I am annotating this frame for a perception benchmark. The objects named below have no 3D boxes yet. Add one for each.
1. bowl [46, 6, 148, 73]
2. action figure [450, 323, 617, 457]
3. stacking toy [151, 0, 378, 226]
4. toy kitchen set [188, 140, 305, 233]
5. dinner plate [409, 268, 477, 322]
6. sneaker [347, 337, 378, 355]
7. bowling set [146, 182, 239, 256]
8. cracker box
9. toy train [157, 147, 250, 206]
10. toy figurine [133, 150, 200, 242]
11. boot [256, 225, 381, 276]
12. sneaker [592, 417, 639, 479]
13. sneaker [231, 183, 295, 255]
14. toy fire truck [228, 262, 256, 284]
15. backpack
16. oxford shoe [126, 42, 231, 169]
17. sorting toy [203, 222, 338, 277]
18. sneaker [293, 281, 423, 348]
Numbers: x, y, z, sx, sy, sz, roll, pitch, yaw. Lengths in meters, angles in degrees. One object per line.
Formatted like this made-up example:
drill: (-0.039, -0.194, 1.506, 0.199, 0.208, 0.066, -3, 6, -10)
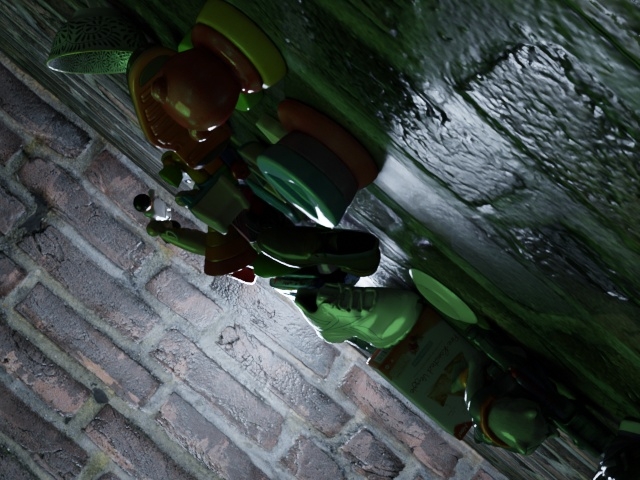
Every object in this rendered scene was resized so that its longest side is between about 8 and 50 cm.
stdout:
bowl: (-0.345, -0.316, 1.220, 0.170, 0.170, 0.080, -176, 80, -75)
action figure: (0.334, 0.299, 1.259, 0.341, 0.178, 0.330, 40, -179, 13)
stacking toy: (-0.096, -0.139, 0.996, 0.309, 0.130, 0.279, 45, 170, -25)
toy kitchen set: (-0.134, -0.072, 1.356, 0.122, 0.166, 0.207, 35, 170, 27)
dinner plate: (0.201, 0.097, 1.299, 0.141, 0.017, 0.141, 40, 170, 8)
sneaker: (0.137, 0.200, 1.730, 0.321, 0.126, 0.127, 28, 174, 6)
bowling set: (-0.286, -0.071, 1.806, 0.154, 0.200, 0.287, 20, 175, -3)
cracker box: (0.226, 0.252, 1.499, 0.232, 0.156, 0.067, 42, 170, -16)
toy train: (-0.257, -0.164, 1.483, 0.105, 0.143, 0.248, 30, 167, 46)
toy figurine: (-0.364, -0.102, 2.018, 0.209, 0.213, 0.148, 41, -176, 24)
boot: (0.000, 0.000, 1.328, 0.219, 0.082, 0.106, 10, 158, -1)
sneaker: (0.442, 0.311, 1.004, 0.107, 0.124, 0.283, 38, 171, 8)
sneaker: (-0.106, -0.012, 1.720, 0.112, 0.121, 0.299, -4, 145, 48)
toy fire truck: (-0.121, 0.045, 1.973, 0.253, 0.169, 0.302, 22, 174, -9)
backpack: (-0.005, 0.083, 1.674, 0.158, 0.117, 0.173, 3, 156, 35)
oxford shoe: (-0.251, -0.224, 1.243, 0.133, 0.130, 0.364, 44, 172, 12)
sorting toy: (-0.108, -0.006, 1.557, 0.365, 0.127, 0.126, 0, 116, 38)
sneaker: (0.064, 0.134, 1.484, 0.297, 0.111, 0.129, -12, 138, 45)
